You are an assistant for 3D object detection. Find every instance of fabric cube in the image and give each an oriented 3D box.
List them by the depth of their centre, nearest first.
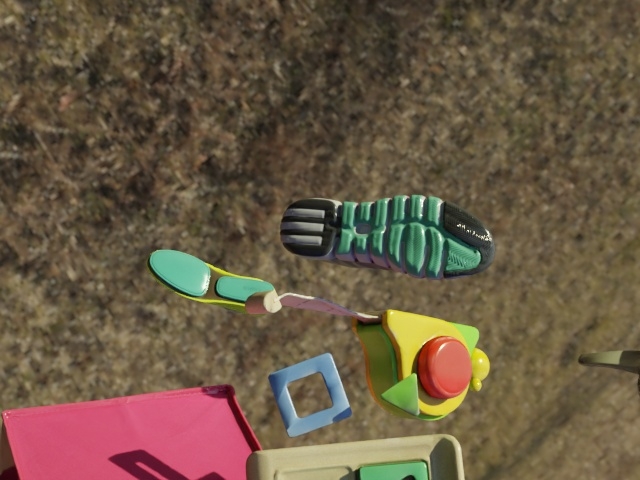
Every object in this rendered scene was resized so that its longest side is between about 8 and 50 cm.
[{"bbox_3d":[-0.183,0.334,1.132,0.259,0.254,0.258,-3,123,-26],"label":"fabric cube"}]

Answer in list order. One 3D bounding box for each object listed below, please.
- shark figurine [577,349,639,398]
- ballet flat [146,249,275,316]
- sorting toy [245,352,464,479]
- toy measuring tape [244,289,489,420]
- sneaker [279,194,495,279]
[{"bbox_3d":[0.305,0.085,0.778,0.278,0.116,0.166,-29,-174,-28],"label":"shark figurine"},{"bbox_3d":[-0.189,0.083,1.895,0.230,0.077,0.077,17,150,-6],"label":"ballet flat"},{"bbox_3d":[0.035,0.271,0.975,0.195,0.348,0.047,-5,172,1],"label":"sorting toy"},{"bbox_3d":[0.061,0.133,1.203,0.330,0.121,0.121,13,128,-36],"label":"toy measuring tape"},{"bbox_3d":[0.075,-0.003,1.156,0.098,0.223,0.083,35,65,-72],"label":"sneaker"}]
